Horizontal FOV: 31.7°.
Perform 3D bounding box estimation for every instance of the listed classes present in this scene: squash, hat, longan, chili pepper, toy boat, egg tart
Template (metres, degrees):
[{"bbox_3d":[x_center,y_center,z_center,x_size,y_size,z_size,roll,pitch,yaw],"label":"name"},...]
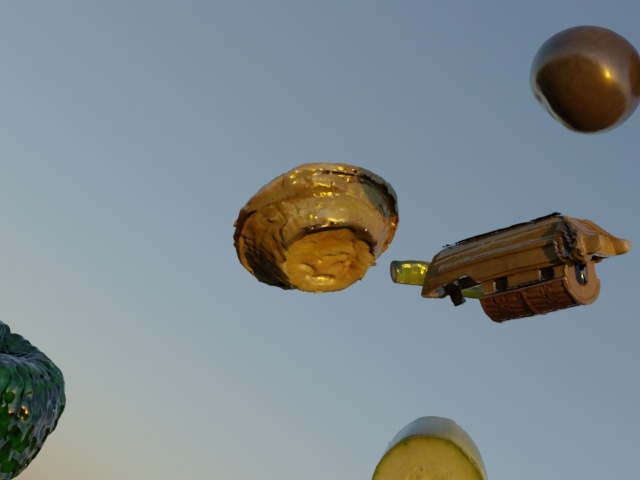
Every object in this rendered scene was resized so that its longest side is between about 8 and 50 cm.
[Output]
[{"bbox_3d":[0.219,0.427,2.153,0.237,0.204,0.155,-8,-18,20],"label":"squash"},{"bbox_3d":[-0.464,0.241,1.310,0.242,0.332,0.274,38,-1,17],"label":"hat"},{"bbox_3d":[0.397,-0.241,1.688,0.167,0.167,0.187,46,-17,-29],"label":"longan"},{"bbox_3d":[0.212,0.065,1.843,0.202,0.052,0.050,11,-20,0],"label":"chili pepper"},{"bbox_3d":[0.188,0.032,1.079,0.068,0.088,0.226,5,-16,-42],"label":"toy boat"},{"bbox_3d":[0.000,0.000,2.247,0.345,0.345,0.132,55,13,-44],"label":"egg tart"}]
